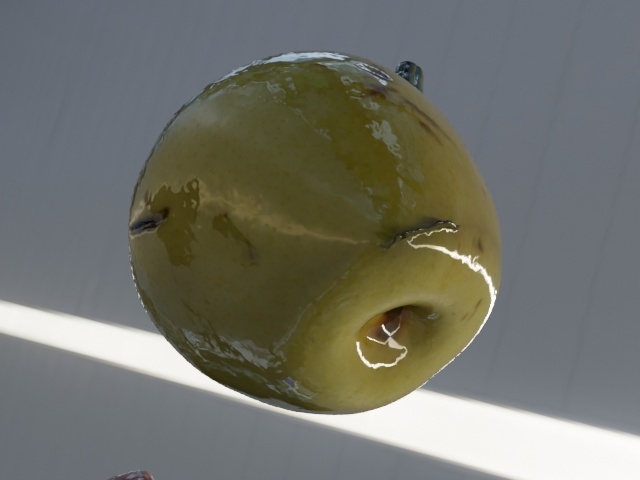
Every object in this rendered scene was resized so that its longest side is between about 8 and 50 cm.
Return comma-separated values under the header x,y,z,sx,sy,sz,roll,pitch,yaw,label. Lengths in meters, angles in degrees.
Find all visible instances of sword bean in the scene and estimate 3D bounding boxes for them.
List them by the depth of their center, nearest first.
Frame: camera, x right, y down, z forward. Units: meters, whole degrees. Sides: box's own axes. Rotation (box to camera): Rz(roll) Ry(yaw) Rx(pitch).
x,y,z,sx,sy,sz,roll,pitch,yaw,label
0.097,-0.111,1.332,0.269,0.043,0.038,-95,178,-58,sword bean

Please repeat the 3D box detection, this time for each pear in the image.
x,y,z,sx,sy,sz,roll,pitch,yaw,label
0.000,0.000,1.075,0.309,0.309,0.309,-43,-142,46,pear

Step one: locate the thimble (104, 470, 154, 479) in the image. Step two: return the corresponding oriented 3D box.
x,y,z,sx,sy,sz,roll,pitch,yaw,label
-0.219,0.376,1.431,0.239,0.162,0.239,158,-90,-79,thimble
